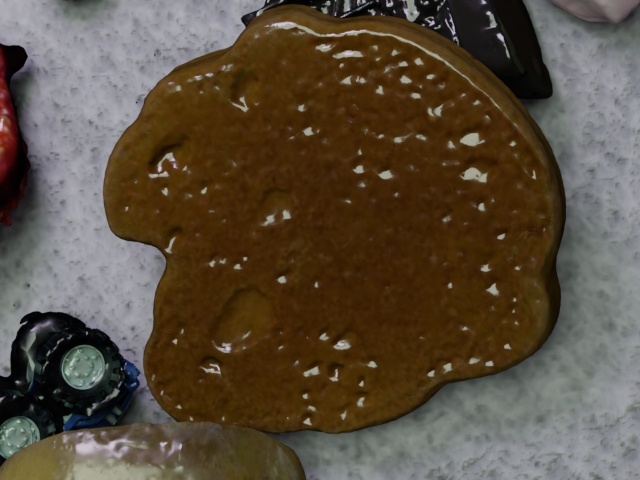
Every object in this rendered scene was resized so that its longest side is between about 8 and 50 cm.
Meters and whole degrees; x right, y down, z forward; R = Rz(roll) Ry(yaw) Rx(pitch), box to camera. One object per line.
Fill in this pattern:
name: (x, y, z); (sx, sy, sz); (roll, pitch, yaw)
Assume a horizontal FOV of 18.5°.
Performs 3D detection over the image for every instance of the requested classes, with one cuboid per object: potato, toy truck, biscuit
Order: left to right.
toy truck: (-0.240, 0.162, 1.599); (0.208, 0.113, 0.126); (-43, 111, -12)
potato: (-0.115, 0.203, 1.501); (0.261, 0.100, 0.120); (5, 50, -19)
biscuit: (0.000, 0.000, 1.558); (0.359, 0.074, 0.381); (46, 111, 0)

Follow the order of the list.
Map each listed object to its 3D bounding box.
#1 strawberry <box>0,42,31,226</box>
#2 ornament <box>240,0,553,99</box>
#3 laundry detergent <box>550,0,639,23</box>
strawberry: (-0.361, -0.109, 1.698); (0.233, 0.138, 0.306); (5, 53, -5)
ornament: (0.035, -0.173, 1.630); (0.260, 0.106, 0.251); (-20, 68, 17)
laundry detergent: (0.268, -0.346, 1.598); (0.159, 0.088, 0.335); (34, 80, -17)
